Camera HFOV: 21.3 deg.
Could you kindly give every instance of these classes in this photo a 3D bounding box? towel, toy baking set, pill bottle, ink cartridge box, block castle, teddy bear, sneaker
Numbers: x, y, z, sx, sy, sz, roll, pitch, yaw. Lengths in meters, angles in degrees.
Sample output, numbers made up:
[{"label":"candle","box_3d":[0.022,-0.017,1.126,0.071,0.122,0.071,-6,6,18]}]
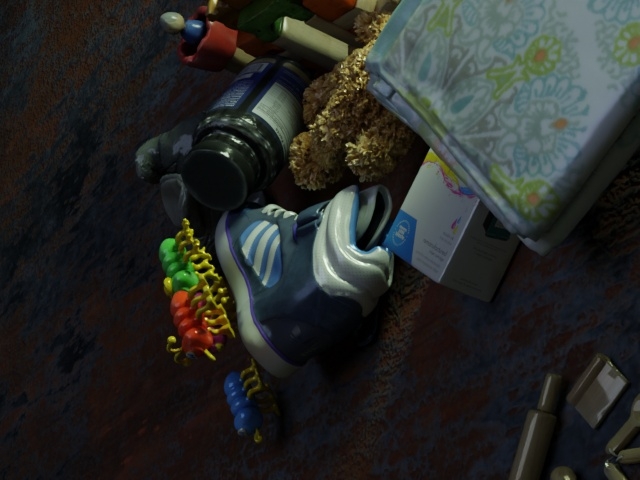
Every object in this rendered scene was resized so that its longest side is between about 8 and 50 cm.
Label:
[{"label":"towel","box_3d":[0.232,-0.216,1.703,0.374,0.090,0.320,-55,50,19]},{"label":"toy baking set","box_3d":[0.242,0.232,1.603,0.197,0.030,0.256,15,85,60]},{"label":"pill bottle","box_3d":[-0.091,-0.137,2.196,0.123,0.123,0.219,-37,13,43]},{"label":"ink cartridge box","box_3d":[0.174,-0.066,1.851,0.134,0.078,0.231,35,102,58]},{"label":"block castle","box_3d":[-0.020,-0.404,2.244,0.453,0.213,0.303,-24,52,50]},{"label":"teddy bear","box_3d":[0.061,-0.181,2.049,0.338,0.113,0.245,-6,54,63]},{"label":"sneaker","box_3d":[0.000,0.000,2.073,0.236,0.130,0.323,-43,30,18]}]

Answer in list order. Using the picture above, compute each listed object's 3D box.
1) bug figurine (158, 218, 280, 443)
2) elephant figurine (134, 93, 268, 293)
[{"label":"bug figurine","box_3d":[-0.133,0.111,2.045,0.072,0.279,0.216,-23,51,3]},{"label":"elephant figurine","box_3d":[-0.150,-0.040,2.322,0.169,0.186,0.239,-18,59,6]}]
